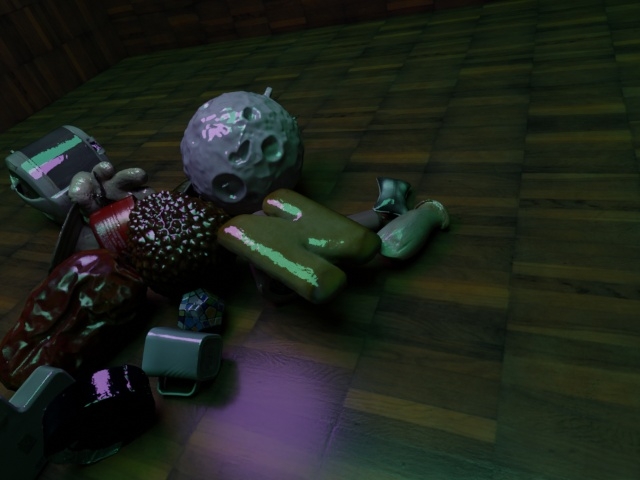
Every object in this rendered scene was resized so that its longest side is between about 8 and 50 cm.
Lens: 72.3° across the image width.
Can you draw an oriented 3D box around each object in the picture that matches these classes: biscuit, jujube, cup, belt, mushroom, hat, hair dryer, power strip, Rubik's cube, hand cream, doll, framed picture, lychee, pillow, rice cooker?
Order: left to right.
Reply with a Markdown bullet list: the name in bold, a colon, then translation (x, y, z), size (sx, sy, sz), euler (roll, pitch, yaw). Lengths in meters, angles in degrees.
- **power strip**: translation (-0.548, 0.339, 0.765), size (0.059, 0.194, 0.265), euler (2, 42, 19)
- **rice cooker**: translation (-0.864, -0.212, 1.473), size (0.288, 0.289, 0.277), euler (17, 51, 35)
- **jujube**: translation (-0.546, 0.177, 0.962), size (0.216, 0.216, 0.342), euler (18, 64, 36)
- **hat**: translation (-0.675, 0.020, 1.245), size (0.109, 0.252, 0.252), euler (18, 32, -23)
- **belt**: translation (-0.392, 0.311, 0.778), size (0.198, 0.151, 0.078), euler (-35, 46, -7)
- **doll**: translation (-0.634, -0.143, 1.315), size (0.277, 0.175, 0.149), euler (-9, 3, 14)
- **hand cream**: translation (-0.510, -0.014, 1.171), size (0.125, 0.193, 0.193), euler (-27, 40, -13)
- **lychee**: translation (-0.329, 0.001, 1.016), size (0.271, 0.272, 0.272), euler (-10, 39, 9)
- **cup**: translation (-0.273, 0.239, 0.861), size (0.129, 0.095, 0.128), euler (1, 79, 19)
- **framed picture**: translation (-0.362, -0.148, 1.334), size (0.011, 0.109, 0.149), euler (-5, 41, 19)
- **Rubik's cube**: translation (-0.257, 0.158, 0.949), size (0.111, 0.093, 0.111), euler (-9, 39, 7)
- **biscuit**: translation (-0.041, -0.005, 0.914), size (0.290, 0.062, 0.236), euler (29, 46, 25)
- **hair dryer**: translation (0.000, 0.000, 1.033), size (0.352, 0.126, 0.210), euler (-17, 39, -11)
- **pillow**: translation (0.186, -0.114, 1.129), size (0.055, 0.091, 0.136), euler (-45, 21, 42)
- **mushroom**: translation (0.205, -0.022, 0.995), size (0.212, 0.088, 0.097), euler (-39, 15, -31)

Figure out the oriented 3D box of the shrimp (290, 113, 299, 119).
- **shrimp**: translation (-0.242, -0.329, 1.473), size (0.371, 0.137, 0.172), euler (-28, 57, -10)

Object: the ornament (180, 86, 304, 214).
- **ornament**: translation (-0.212, -0.229, 1.196), size (0.336, 0.337, 0.337), euler (-10, 39, 9)

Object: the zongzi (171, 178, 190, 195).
- **zongzi**: translation (-0.448, -0.138, 1.390), size (0.183, 0.084, 0.187), euler (-13, 31, 22)
